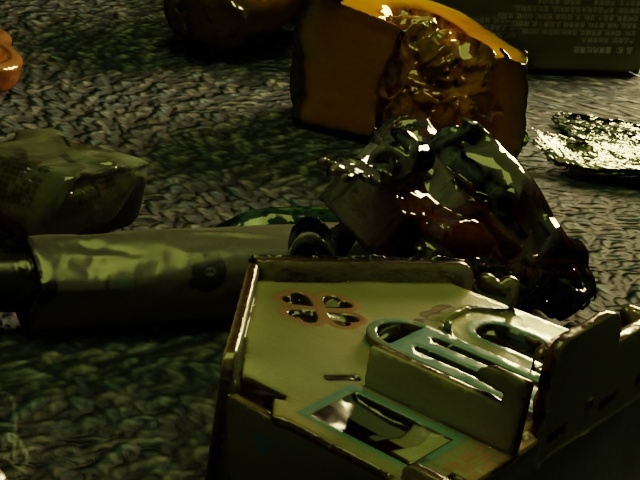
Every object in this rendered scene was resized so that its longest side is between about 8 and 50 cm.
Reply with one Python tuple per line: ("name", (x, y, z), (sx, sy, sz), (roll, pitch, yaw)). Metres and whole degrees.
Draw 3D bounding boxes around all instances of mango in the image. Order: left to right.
("mango", (-0.088, -0.304, 2.141), (0.151, 0.156, 0.249), (17, 30, 20))

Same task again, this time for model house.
("model house", (0.053, 0.091, 1.130), (0.244, 0.169, 0.326), (19, 23, 31))

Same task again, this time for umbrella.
("umbrella", (-0.108, 0.025, 1.376), (0.337, 0.067, 0.073), (-3, 36, -28))

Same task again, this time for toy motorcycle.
("toy motorcycle", (0.075, -0.014, 1.350), (0.207, 0.134, 0.401), (51, 24, 14))

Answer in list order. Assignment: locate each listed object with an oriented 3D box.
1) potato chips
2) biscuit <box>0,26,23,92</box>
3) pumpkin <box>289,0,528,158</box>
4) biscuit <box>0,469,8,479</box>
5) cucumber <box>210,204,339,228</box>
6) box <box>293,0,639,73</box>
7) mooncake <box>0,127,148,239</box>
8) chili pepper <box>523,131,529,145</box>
("potato chips", (0.311, -0.098, 1.946), (0.202, 0.029, 0.220), (21, 22, 24))
("biscuit", (-0.404, -0.178, 1.837), (0.202, 0.047, 0.334), (11, 20, 6))
("pumpkin", (0.077, -0.164, 1.867), (0.190, 0.139, 0.280), (6, 17, -20))
("biscuit", (-0.308, 0.159, 0.976), (0.320, 0.047, 0.183), (-5, 21, -29))
("cucumber", (0.000, 0.000, 1.514), (0.250, 0.056, 0.056), (0, 22, -25))
("box", (0.160, -0.331, 2.351), (0.420, 0.138, 0.373), (-1, 23, -24))
("mooncake", (-0.222, -0.041, 1.502), (0.125, 0.073, 0.130), (20, 21, 31))
("chili pepper", (0.183, -0.124, 1.961), (0.034, 0.030, 0.091), (25, 9, -39))
